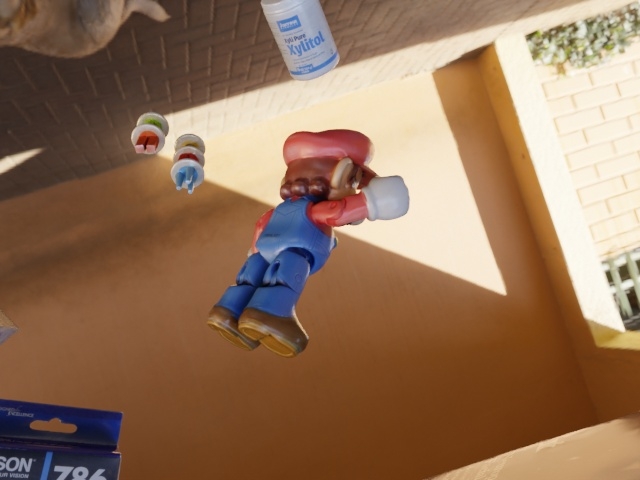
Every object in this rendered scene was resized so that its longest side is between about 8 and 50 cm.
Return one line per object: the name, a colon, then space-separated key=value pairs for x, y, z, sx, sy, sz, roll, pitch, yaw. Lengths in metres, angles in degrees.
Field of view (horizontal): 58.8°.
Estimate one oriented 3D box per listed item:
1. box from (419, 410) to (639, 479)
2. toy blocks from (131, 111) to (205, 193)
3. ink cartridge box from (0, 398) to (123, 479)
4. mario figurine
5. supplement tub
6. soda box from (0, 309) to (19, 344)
box: x=0.183 y=0.204 z=0.338 sx=0.382 sy=0.143 sz=0.191 roll=-32 pitch=169 yaw=30
toy blocks: x=-0.240 y=-0.135 z=0.895 sx=0.054 sy=0.123 sz=0.148 roll=-51 pitch=-153 yaw=22
ink cartridge box: x=-0.314 y=0.328 z=0.600 sx=0.166 sy=0.332 sz=0.065 roll=12 pitch=142 yaw=-21
mario figurine: x=0.000 y=0.000 z=0.727 sx=0.198 sy=0.320 sz=0.170 roll=19 pitch=156 yaw=17
supplement tub: x=-0.024 y=-0.267 z=0.726 sx=0.071 sy=0.107 sz=0.071 roll=-16 pitch=-140 yaw=14
soda box: x=-0.579 y=0.132 z=0.895 sx=0.091 sy=0.098 sz=0.286 roll=-44 pitch=-178 yaw=-18
